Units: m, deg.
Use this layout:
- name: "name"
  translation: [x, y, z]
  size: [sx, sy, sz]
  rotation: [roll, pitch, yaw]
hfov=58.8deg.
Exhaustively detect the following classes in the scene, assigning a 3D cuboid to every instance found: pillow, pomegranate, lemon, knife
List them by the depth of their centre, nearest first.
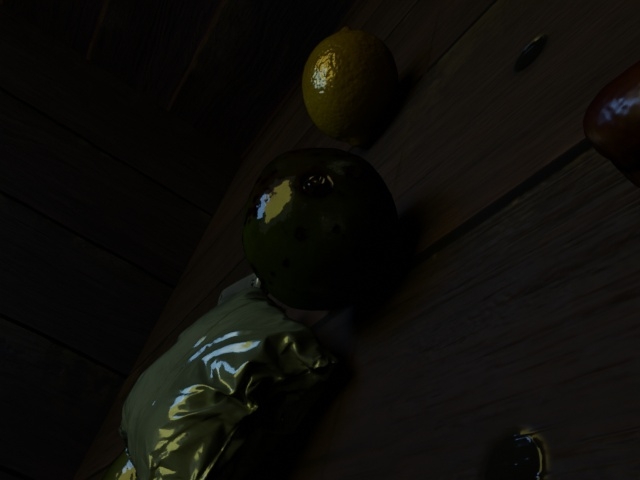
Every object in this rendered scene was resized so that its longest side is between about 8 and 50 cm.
- name: "pomegranate"
  translation: [0.000, 0.000, 0.709]
  size: [0.248, 0.202, 0.202]
  rotation: [92, -163, -58]
- name: "pillow"
  translation: [-0.131, 0.194, 0.710]
  size: [0.283, 0.138, 0.310]
  rotation: [-42, 21, -11]
- name: "lemon"
  translation: [0.056, -0.295, 1.084]
  size: [0.187, 0.187, 0.244]
  rotation: [161, 107, -67]
- name: "knife"
  translation: [-0.170, 0.120, 1.244]
  size: [0.265, 0.041, 0.073]
  rotation: [-32, 41, 58]

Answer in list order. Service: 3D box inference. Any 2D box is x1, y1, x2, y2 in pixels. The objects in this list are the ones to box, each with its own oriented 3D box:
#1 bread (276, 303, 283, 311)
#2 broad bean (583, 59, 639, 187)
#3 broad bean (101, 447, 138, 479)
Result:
- name: "bread"
  translation: [-0.114, 0.136, 0.975]
  size: [0.083, 0.070, 0.077]
  rotation: [-66, 16, -18]
- name: "broad bean"
  translation: [0.236, -0.099, 0.317]
  size: [0.165, 0.084, 0.114]
  rotation: [-47, 13, 16]
- name: "broad bean"
  translation: [-0.258, 0.354, 0.865]
  size: [0.238, 0.119, 0.291]
  rotation: [-49, 10, 41]
